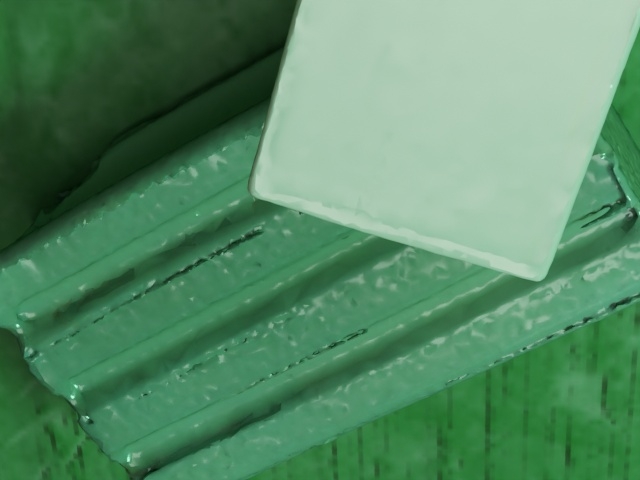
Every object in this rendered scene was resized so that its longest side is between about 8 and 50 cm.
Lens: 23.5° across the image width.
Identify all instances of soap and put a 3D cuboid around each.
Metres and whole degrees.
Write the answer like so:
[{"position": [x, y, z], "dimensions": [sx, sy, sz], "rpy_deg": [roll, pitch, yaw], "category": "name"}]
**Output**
[{"position": [0.000, 0.000, 0.490], "dimensions": [0.198, 0.063, 0.114], "rpy_deg": [-26, 113, 21], "category": "soap"}]

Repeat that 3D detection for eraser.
[{"position": [0.059, -0.142, 0.326], "dimensions": [0.076, 0.078, 0.298], "rpy_deg": [16, 117, 1], "category": "eraser"}]
